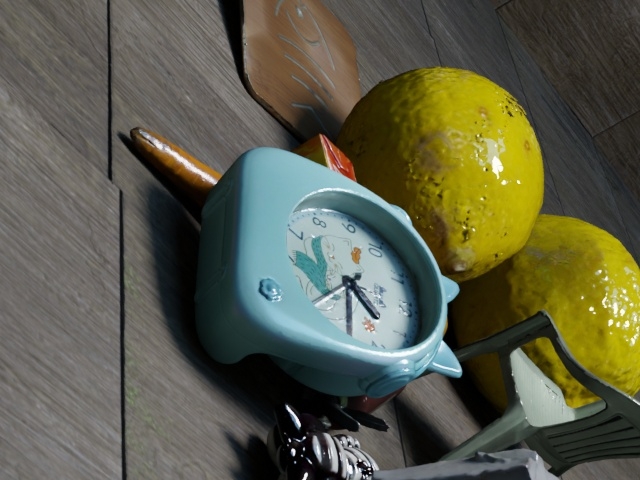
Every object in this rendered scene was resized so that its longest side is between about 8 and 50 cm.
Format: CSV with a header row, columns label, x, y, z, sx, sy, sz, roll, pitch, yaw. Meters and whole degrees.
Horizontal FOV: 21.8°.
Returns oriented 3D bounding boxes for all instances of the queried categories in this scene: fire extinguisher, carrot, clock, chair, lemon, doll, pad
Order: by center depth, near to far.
label,x,y,z,sx,sy,sz,roll,pitch,yaw
doll,0.005,0.211,1.517,0.219,0.067,0.091,41,35,-58
clock,0.015,0.049,1.581,0.274,0.094,0.224,26,45,-24
carrot,-0.103,-0.038,1.655,0.256,0.061,0.061,36,28,-33
fire extinguisher,0.042,0.151,1.668,0.099,0.071,0.231,22,11,13
chair,0.245,0.204,1.840,0.203,0.274,0.190,43,25,-37
lemon,0.146,-0.076,2.031,0.258,0.258,0.310,48,22,-33
pad,-0.022,-0.233,2.148,0.286,0.018,0.284,41,35,-46
lemon,0.301,0.099,2.173,0.268,0.268,0.322,37,33,-51

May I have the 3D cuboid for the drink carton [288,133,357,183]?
label,x,y,z,sx,sy,sz,roll,pitch,yaw
drink carton,0.000,0.000,1.780,0.071,0.096,0.223,42,25,-43

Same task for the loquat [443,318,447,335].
label,x,y,z,sx,sy,sz,roll,pitch,yaw
loquat,0.082,0.075,1.884,0.137,0.113,0.137,-4,90,-65

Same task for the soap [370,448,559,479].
label,x,y,z,sx,sy,sz,roll,pitch,yaw
soap,0.171,0.279,1.637,0.302,0.159,0.258,-60,132,-72
